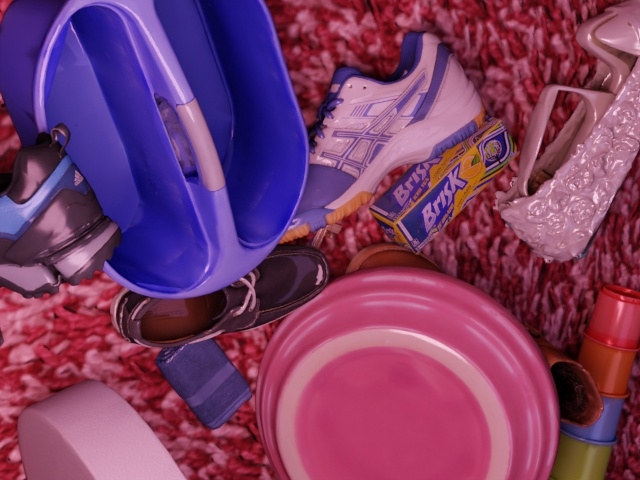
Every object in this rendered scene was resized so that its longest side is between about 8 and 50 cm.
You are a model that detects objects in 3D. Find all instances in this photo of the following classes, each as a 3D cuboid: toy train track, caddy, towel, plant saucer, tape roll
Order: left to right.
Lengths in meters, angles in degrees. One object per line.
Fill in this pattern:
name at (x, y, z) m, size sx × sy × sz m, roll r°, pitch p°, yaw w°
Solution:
tape roll at (-0.167, 0.318, 1.462) m, size 0.072 × 0.392 × 0.392 m, roll -26°, pitch 123°, yaw -23°
caddy at (-0.145, -0.110, 1.423) m, size 0.241 × 0.179 × 0.341 m, roll -32°, pitch 125°, yaw -20°
towel at (-0.124, 0.144, 1.644) m, size 0.067 × 0.029 × 0.119 m, roll -43°, pitch 128°, yaw -12°
toy train track at (0.000, 0.000, 1.675) m, size 0.048 × 0.014 × 0.083 m, roll 20°, pitch 99°, yaw -38°
plant saucer at (0.083, 0.195, 1.640) m, size 0.084 × 0.332 × 0.332 m, roll -48°, pitch 147°, yaw -66°

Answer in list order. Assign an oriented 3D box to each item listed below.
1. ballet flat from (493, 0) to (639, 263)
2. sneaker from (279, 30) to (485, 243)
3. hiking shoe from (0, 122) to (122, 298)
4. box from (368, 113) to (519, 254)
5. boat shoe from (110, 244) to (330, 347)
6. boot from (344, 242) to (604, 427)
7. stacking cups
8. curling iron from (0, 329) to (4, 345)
ballet flat at (0.327, -0.168, 1.759) m, size 0.147 × 0.147 × 0.409 m, roll 25°, pitch 95°, yaw -39°
sneaker at (0.024, -0.107, 1.606) m, size 0.296 × 0.112 × 0.131 m, roll -35°, pitch 104°, yaw -16°
hiking shoe at (-0.324, 0.000, 1.348) m, size 0.304 × 0.113 × 0.132 m, roll -19°, pitch 106°, yaw 13°
box at (0.136, -0.066, 1.710) m, size 0.169 × 0.059 × 0.054 m, roll -45°, pitch 126°, yaw -11°
boat shoe at (-0.091, 0.060, 1.572) m, size 0.233 × 0.079 × 0.084 m, roll -14°, pitch 98°, yaw -20°
boot at (0.169, 0.112, 1.706) m, size 0.283 × 0.220 × 0.109 m, roll 40°, pitch 83°, yaw -39°
stacking cups at (0.342, 0.215, 1.952) m, size 0.096 × 0.096 × 0.316 m, roll 2°, pitch 108°, yaw -35°
curling iron at (-0.326, -0.015, 1.431) m, size 0.068 × 0.035 × 0.274 m, roll -21°, pitch 120°, yaw -26°
